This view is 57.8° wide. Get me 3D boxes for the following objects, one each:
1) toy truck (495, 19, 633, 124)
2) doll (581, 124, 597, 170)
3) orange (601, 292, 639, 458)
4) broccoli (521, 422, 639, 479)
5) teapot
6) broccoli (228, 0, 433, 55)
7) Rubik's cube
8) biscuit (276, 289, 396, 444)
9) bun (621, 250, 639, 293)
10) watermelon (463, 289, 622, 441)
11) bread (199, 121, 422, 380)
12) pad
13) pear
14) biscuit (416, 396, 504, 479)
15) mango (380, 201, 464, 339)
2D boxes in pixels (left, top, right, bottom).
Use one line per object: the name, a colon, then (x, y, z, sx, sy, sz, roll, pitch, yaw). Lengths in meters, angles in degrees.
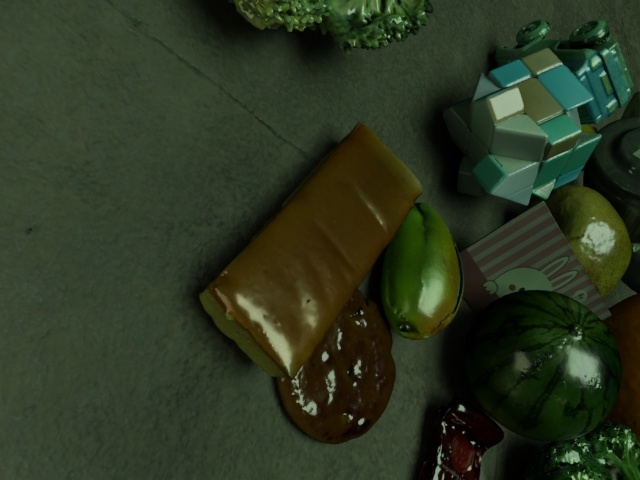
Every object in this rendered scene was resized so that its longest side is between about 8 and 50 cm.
toy truck: (0.459, -0.323, 1.126, 0.156, 0.279, 0.155, -41, 119, -4)
doll: (0.557, -0.215, 1.307, 0.221, 0.135, 0.143, 18, 102, -46)
orange: (0.710, 0.311, 1.194, 0.424, 0.326, 0.424, 8, 75, -29)
broccoli: (0.476, 0.476, 0.989, 0.308, 0.275, 0.307, -11, 112, -29)
teapot: (0.642, -0.129, 1.215, 0.239, 0.240, 0.321, 83, -9, -51)
broccoli: (-0.002, -0.356, 0.694, 0.249, 0.302, 0.375, -48, 127, 4)
Rubik's cube: (0.330, -0.180, 1.015, 0.213, 0.265, 0.224, -25, 63, -8)
biscuit: (0.027, 0.162, 0.772, 0.212, 0.036, 0.212, 11, 73, -41)
bun: (0.806, 0.013, 1.347, 0.354, 0.354, 0.194, -45, 130, -39)
watermelon: (0.351, 0.197, 0.930, 0.242, 0.242, 0.242, 10, 75, -42)
bread: (0.000, 0.000, 0.736, 0.138, 0.077, 0.361, 46, 52, -9)
pad: (0.369, 0.090, 1.025, 0.300, 0.202, 0.005, 50, 14, -26)
pear: (0.483, 0.019, 1.115, 0.211, 0.188, 0.228, 36, 91, -27)
biscuit: (0.197, 0.362, 0.875, 0.151, 0.063, 0.235, 45, 57, -28)
mango: (0.153, 0.040, 0.870, 0.125, 0.111, 0.233, 49, 39, -40)
